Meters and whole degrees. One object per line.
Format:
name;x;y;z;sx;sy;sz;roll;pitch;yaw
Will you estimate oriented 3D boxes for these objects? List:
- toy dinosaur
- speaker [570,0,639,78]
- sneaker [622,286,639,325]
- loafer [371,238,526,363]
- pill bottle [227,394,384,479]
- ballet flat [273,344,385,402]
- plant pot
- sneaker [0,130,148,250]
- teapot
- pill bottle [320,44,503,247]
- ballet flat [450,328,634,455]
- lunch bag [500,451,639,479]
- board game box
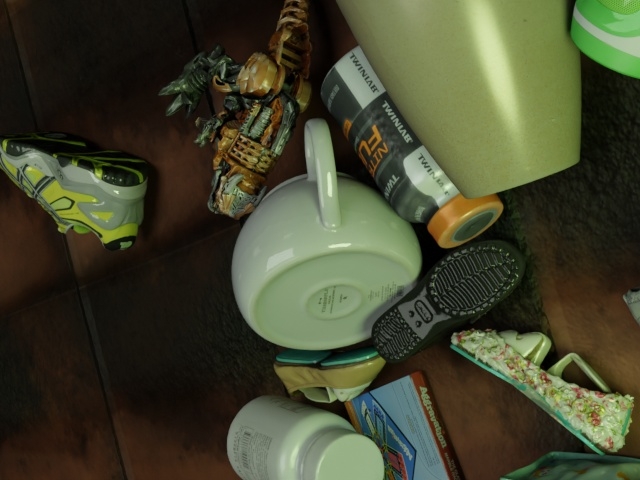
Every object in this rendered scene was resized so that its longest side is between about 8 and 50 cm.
toy dinosaur;-0.072;-0.183;1.675;0.164;0.322;0.218;47;161;-25
speaker;0.341;-0.304;1.210;0.131;0.131;0.296;44;128;34
sneaker;0.373;-0.005;1.256;0.115;0.105;0.281;46;130;32
loafer;0.156;0.067;1.543;0.220;0.078;0.080;-35;77;28
pill bottle;-0.019;0.286;1.717;0.229;0.131;0.131;7;104;60
ballet flat;0.022;0.180;1.728;0.232;0.080;0.073;-7;103;58
plant pot;0.170;-0.192;1.361;0.256;0.256;0.274;-15;96;49
sneaker;-0.429;-0.090;2.116;0.385;0.145;0.147;23;115;45
teapot;0.000;0.000;1.603;0.256;0.253;0.187;-36;47;28
pill bottle;0.113;-0.111;1.507;0.245;0.130;0.130;58;135;21
ballet flat;0.255;0.152;1.461;0.241;0.091;0.077;35;93;34
lunch bag;0.333;0.345;1.347;0.262;0.160;0.223;-1;94;37
board game box;0.128;0.320;1.667;0.145;0.027;0.281;-30;76;47
